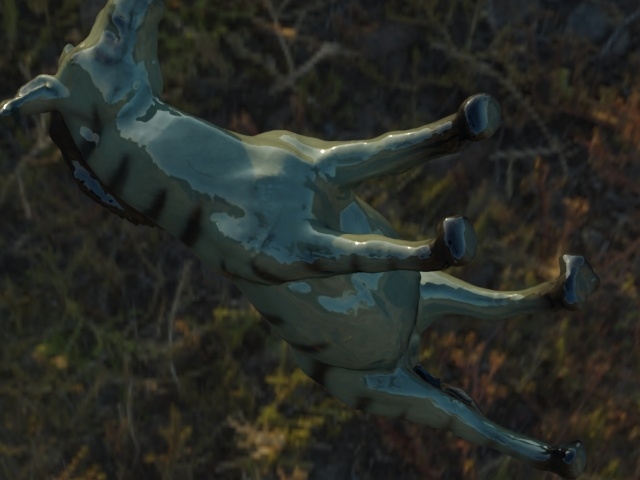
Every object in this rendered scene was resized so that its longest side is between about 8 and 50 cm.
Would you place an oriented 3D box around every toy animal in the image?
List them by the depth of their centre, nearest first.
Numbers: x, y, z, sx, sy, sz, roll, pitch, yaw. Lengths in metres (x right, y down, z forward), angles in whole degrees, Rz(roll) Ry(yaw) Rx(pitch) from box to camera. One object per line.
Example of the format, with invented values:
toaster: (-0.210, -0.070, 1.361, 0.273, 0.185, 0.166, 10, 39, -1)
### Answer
toy animal: (-0.003, 0.004, 0.604, 0.176, 0.217, 0.073, 1, 50, 36)
